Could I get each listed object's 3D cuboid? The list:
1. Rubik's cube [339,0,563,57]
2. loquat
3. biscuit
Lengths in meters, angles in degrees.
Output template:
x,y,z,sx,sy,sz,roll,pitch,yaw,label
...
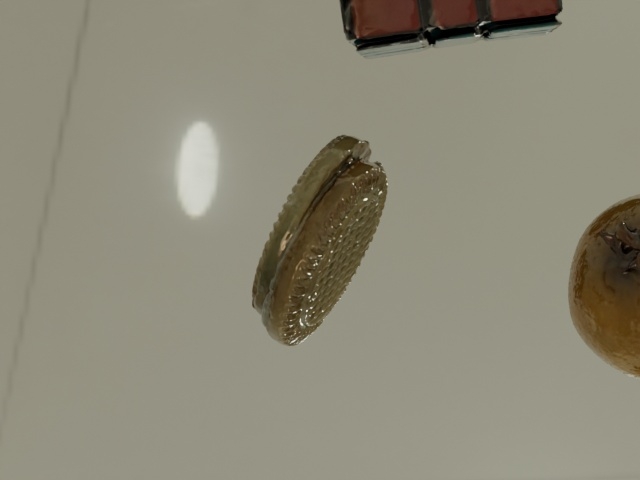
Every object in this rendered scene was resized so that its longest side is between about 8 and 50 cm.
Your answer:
x,y,z,sx,sy,sz,roll,pitch,yaw,label
0.157,-0.396,1.913,0.288,0.283,0.293,-40,125,-85,Rubik's cube
0.358,0.045,1.501,0.208,0.208,0.208,-12,-104,61,loquat
0.000,0.000,1.732,0.079,0.259,0.259,28,-60,14,biscuit
